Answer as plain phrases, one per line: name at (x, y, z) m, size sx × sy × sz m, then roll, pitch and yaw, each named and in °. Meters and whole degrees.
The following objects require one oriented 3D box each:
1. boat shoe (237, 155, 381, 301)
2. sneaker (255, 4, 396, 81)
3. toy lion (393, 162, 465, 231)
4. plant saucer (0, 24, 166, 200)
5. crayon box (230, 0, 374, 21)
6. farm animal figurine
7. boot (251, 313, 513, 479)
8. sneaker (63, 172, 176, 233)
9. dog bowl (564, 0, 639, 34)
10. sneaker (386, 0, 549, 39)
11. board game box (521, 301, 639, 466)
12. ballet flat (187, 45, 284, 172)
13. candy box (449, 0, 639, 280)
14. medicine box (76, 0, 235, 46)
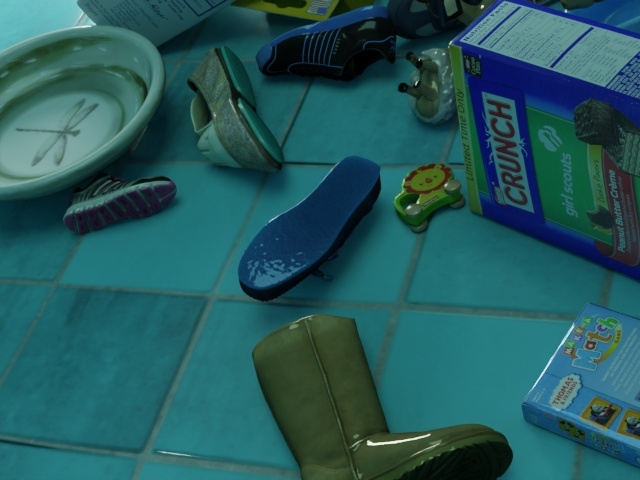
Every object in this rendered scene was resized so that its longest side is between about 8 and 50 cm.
boat shoe at (0.000, 0.000, 1.445) m, size 0.109 × 0.089 × 0.258 m, roll 36°, pitch 60°, yaw 27°
sneaker at (0.007, -0.283, 1.724) m, size 0.232 × 0.081 × 0.090 m, roll -17°, pitch 75°, yaw 25°
toy lion at (0.139, -0.065, 1.499) m, size 0.100 × 0.034 × 0.096 m, roll -32°, pitch 38°, yaw -13°
plant saucer at (-0.421, -0.180, 1.755) m, size 0.401 × 0.100 × 0.400 m, roll -9°, pitch 44°, yaw 9°
crayon box at (0.018, -0.476, 1.875) m, size 0.203 × 0.083 × 0.323 m, roll 18°, pitch 67°, yaw 32°
farm animal figurine at (0.276, -0.333, 1.561) m, size 0.330 × 0.172 × 0.326 m, roll -9°, pitch 72°, yaw 40°
boot at (0.057, 0.178, 1.244) m, size 0.236 × 0.089 × 0.269 m, roll -20°, pitch 42°, yaw -1°
sneaker at (-0.292, -0.069, 1.626) m, size 0.170 × 0.063 × 0.074 m, roll -17°, pitch 50°, yaw 9°
dog bowl at (0.473, -0.340, 1.547) m, size 0.297 × 0.074 × 0.165 m, roll -21°, pitch 46°, yaw 31°
sneaker at (0.258, -0.381, 1.710) m, size 0.319 × 0.112 × 0.131 m, roll -26°, pitch 42°, yaw -5°
board game box at (0.346, 0.161, 1.194) m, size 0.212 × 0.039 × 0.160 m, roll 20°, pitch 56°, yaw 33°
ballet flat at (-0.135, -0.173, 1.666) m, size 0.106 × 0.107 × 0.316 m, roll -37°, pitch 37°, yaw 11°
candy box at (0.316, -0.112, 1.311) m, size 0.317 × 0.268 × 0.122 m, roll 28°, pitch 57°, yaw 38°
medicine box at (-0.241, -0.490, 1.904) m, size 0.289 × 0.149 × 0.263 m, roll -23°, pitch 40°, yaw 25°
